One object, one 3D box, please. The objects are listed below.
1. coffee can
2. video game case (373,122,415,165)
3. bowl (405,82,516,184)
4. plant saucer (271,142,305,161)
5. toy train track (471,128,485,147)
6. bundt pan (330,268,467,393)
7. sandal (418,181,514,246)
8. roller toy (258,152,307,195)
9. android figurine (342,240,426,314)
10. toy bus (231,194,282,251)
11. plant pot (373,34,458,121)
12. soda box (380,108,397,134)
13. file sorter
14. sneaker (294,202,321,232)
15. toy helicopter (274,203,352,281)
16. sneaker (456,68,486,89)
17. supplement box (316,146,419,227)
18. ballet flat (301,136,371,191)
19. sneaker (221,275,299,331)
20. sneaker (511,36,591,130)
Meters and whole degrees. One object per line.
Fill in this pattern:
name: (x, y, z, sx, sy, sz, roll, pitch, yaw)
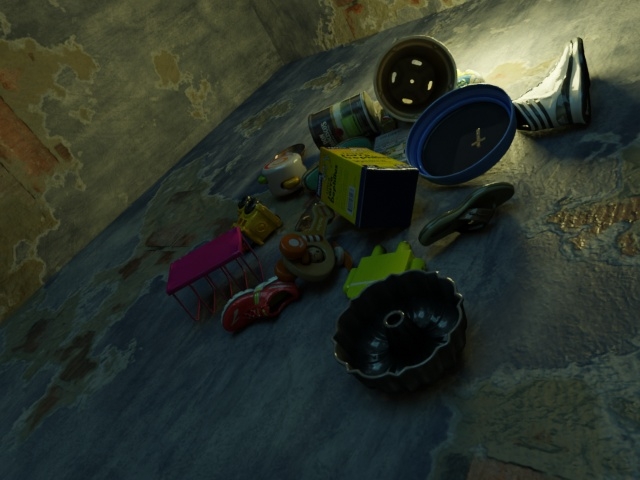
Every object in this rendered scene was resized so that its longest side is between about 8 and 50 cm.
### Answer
coffee can: (0.110, -0.533, 2.347, 0.276, 0.201, 0.201, -19, 32, 22)
video game case: (0.365, -0.389, 2.063, 0.329, 0.036, 0.299, -17, 33, 23)
bowl: (0.479, -0.359, 1.762, 0.391, 0.077, 0.391, -25, 47, 30)
plant saucer: (-0.156, -0.418, 2.593, 0.199, 0.036, 0.198, -24, 30, 15)
toy train track: (0.505, -0.323, 1.640, 0.048, 0.014, 0.083, -26, 40, 38)
bundt pan: (0.196, 0.226, 1.221, 0.331, 0.124, 0.330, -23, 31, 15)
sandal: (0.424, -0.058, 1.467, 0.303, 0.120, 0.086, -33, 57, 2)
roller toy: (-0.150, -0.286, 2.281, 0.209, 0.146, 0.191, -6, 29, 40)
android figurine: (0.176, 0.111, 1.478, 0.248, 0.056, 0.272, -12, 35, 31)
toy bus: (-0.290, -0.057, 2.105, 0.211, 0.149, 0.220, -55, 31, -6)
plant pot: (0.399, -0.683, 2.199, 0.334, 0.333, 0.305, -24, 11, 14)
soda box: (0.308, -0.543, 2.320, 0.061, 0.058, 0.181, -21, 31, 20)
file sorter: (-0.369, 0.126, 1.842, 0.291, 0.182, 0.202, -29, 29, 4)
sneaker: (-0.053, -0.070, 1.972, 0.071, 0.066, 0.188, -25, 20, 47)
toy helicopter: (0.000, 0.000, 1.699, 0.235, 0.140, 0.355, 16, 42, 0)
sneaker: (0.604, -0.667, 2.223, 0.126, 0.091, 0.240, -51, 30, 4)
supplement box: (0.145, -0.189, 1.741, 0.194, 0.195, 0.356, -3, 21, -24)
ballet flat: (0.059, -0.329, 2.195, 0.349, 0.123, 0.123, -38, 30, -9)
sneaker: (-0.193, 0.208, 1.638, 0.279, 0.107, 0.118, -34, 35, -1)
sneaker: (0.768, -0.531, 1.757, 0.258, 0.169, 0.447, -8, 40, 33)
